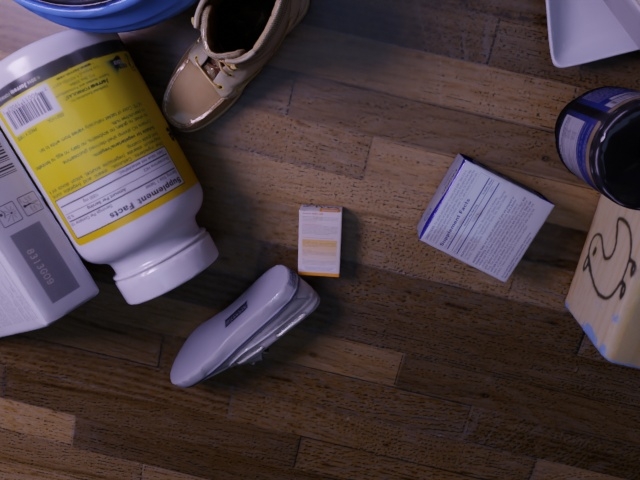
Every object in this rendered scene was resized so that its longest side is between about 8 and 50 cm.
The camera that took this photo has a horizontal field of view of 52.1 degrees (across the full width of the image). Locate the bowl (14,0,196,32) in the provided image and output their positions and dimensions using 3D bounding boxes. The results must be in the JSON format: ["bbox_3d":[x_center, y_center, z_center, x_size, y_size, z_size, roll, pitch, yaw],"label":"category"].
[{"bbox_3d":[-0.247,-0.421,0.674,0.390,0.077,0.392,3,104,14],"label":"bowl"}]

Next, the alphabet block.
[{"bbox_3d":[0.458,0.049,0.843,0.193,0.192,0.197,11,107,-1],"label":"alphabet block"}]

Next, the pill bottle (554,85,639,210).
[{"bbox_3d":[0.355,-0.120,0.782,0.122,0.219,0.123,2,108,5],"label":"pill bottle"}]

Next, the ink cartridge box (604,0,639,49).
[{"bbox_3d":[0.459,-0.398,0.672,0.384,0.160,0.279,-40,99,14],"label":"ink cartridge box"}]

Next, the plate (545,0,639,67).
[{"bbox_3d":[0.400,-0.376,0.791,0.277,0.045,0.278,-11,106,9],"label":"plate"}]

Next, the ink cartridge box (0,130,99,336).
[{"bbox_3d":[-0.497,-0.013,0.914,0.384,0.091,0.308,-14,109,47],"label":"ink cartridge box"}]

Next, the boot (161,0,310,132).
[{"bbox_3d":[-0.122,-0.226,0.798,0.262,0.203,0.095,-41,101,15],"label":"boot"}]

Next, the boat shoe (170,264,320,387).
[{"bbox_3d":[-0.114,0.143,0.977,0.267,0.096,0.088,-43,121,16],"label":"boat shoe"}]

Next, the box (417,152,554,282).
[{"bbox_3d":[0.222,-0.033,0.898,0.137,0.072,0.126,26,108,-4],"label":"box"}]

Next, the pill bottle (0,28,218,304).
[{"bbox_3d":[-0.274,-0.093,0.862,0.187,0.188,0.334,-24,104,12],"label":"pill bottle"}]

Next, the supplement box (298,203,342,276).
[{"bbox_3d":[0.000,0.000,0.946,0.062,0.036,0.099,4,108,4],"label":"supplement box"}]
